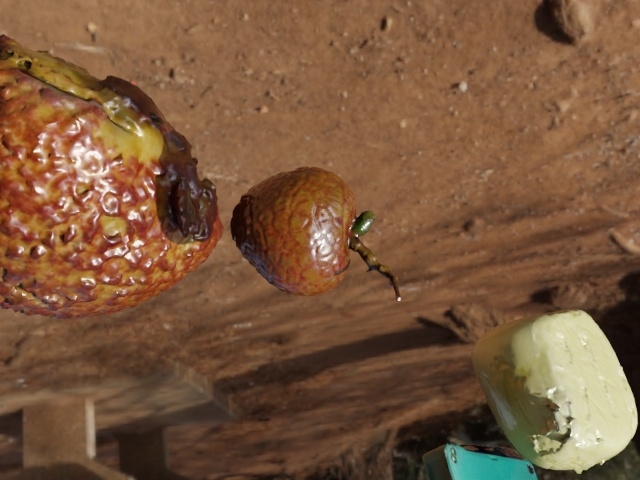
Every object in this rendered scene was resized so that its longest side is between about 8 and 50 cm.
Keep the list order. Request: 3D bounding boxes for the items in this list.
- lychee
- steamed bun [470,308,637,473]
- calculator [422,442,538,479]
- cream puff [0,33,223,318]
[{"bbox_3d":[-0.006,0.001,0.645,0.140,0.114,0.101,28,137,-7],"label":"lychee"},{"bbox_3d":[0.332,0.223,1.148,0.166,0.232,0.273,-32,160,37],"label":"steamed bun"},{"bbox_3d":[0.244,0.405,1.061,0.058,0.248,0.274,-33,147,29],"label":"calculator"},{"bbox_3d":[-0.273,-0.040,0.768,0.350,0.228,0.350,18,156,8],"label":"cream puff"}]
